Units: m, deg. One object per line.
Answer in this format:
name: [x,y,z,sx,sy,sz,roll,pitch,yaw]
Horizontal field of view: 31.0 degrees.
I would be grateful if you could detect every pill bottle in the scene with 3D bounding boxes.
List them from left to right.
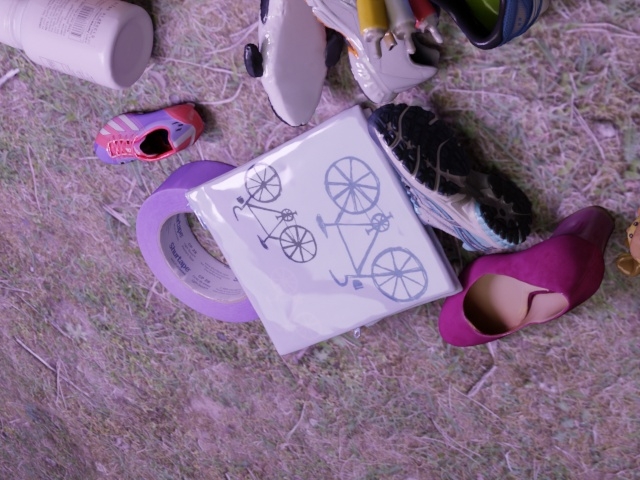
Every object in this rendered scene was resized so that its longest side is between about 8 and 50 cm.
pill bottle: [-0.383,-0.322,1.763,0.229,0.131,0.131,19,134,18]

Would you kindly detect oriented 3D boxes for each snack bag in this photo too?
snack bag: [0.000,0.000,1.760,0.342,0.037,0.323,-25,101,26]

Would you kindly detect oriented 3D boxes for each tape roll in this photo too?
tape roll: [-0.170,0.005,1.932,0.275,0.090,0.275,17,134,19]

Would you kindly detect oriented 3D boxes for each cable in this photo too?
cable: [0.070,-0.359,1.440,0.072,0.139,0.287,-30,79,60]

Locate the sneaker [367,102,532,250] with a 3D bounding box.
sneaker: [0.158,-0.073,1.621,0.283,0.110,0.122,41,145,-17]

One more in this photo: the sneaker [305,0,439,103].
sneaker: [0.069,-0.309,1.517,0.121,0.099,0.262,-17,123,33]

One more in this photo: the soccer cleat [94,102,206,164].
soccer cleat: [-0.293,-0.161,1.866,0.248,0.095,0.083,-10,120,38]

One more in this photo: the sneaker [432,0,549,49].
sneaker: [0.152,-0.371,1.358,0.130,0.147,0.330,-21,111,42]

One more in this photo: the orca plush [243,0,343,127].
orca plush: [-0.067,-0.304,1.596,0.102,0.151,0.287,35,152,53]

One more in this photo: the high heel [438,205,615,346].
high heel: [0.262,0.093,1.655,0.127,0.181,0.377,39,137,-1]

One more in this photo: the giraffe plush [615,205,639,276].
giraffe plush: [0.474,0.008,1.487,0.170,0.181,0.210,30,172,23]
